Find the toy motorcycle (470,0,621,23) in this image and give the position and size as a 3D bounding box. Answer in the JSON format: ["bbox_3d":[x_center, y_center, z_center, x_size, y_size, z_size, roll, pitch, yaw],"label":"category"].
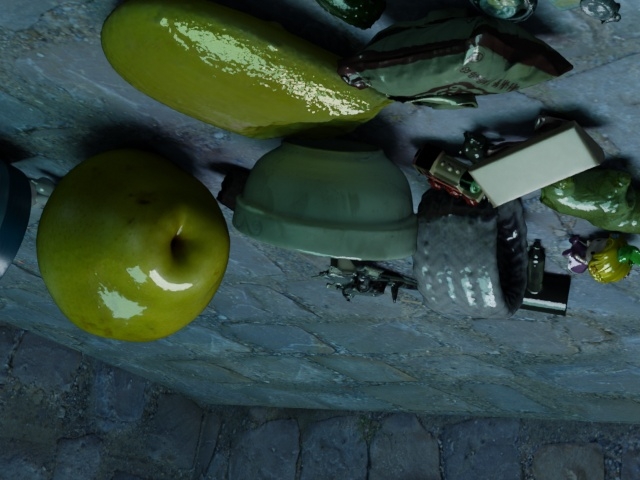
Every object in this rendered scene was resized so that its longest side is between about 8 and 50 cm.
[{"bbox_3d":[0.237,-0.319,1.124,0.198,0.109,0.296,33,159,-33],"label":"toy motorcycle"}]

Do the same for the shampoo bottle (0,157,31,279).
[{"bbox_3d":[-0.798,-0.071,2.071,0.331,0.331,0.343,-5,153,40],"label":"shampoo bottle"}]

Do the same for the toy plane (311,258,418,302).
[{"bbox_3d":[0.117,0.097,2.359,0.262,0.088,0.192,19,158,-20],"label":"toy plane"}]

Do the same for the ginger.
[{"bbox_3d":[0.485,-0.061,1.707,0.290,0.089,0.137,19,141,-8],"label":"ginger"}]

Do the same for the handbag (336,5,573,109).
[{"bbox_3d":[0.167,-0.231,1.362,0.235,0.127,0.213,3,-177,40],"label":"handbag"}]

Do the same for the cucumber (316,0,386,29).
[{"bbox_3d":[0.025,-0.306,1.373,0.107,0.035,0.067,24,159,-26],"label":"cucumber"}]

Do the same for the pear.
[{"bbox_3d":[-0.345,0.011,1.988,0.362,0.362,0.418,24,163,-30],"label":"pear"}]

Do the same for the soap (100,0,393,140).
[{"bbox_3d":[-0.107,-0.230,1.538,0.427,0.115,0.306,19,167,-19],"label":"soap"}]

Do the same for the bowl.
[{"bbox_3d":[0.014,-0.076,1.733,0.307,0.163,0.307,6,-167,-1],"label":"bowl"}]

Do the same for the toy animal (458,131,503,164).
[{"bbox_3d":[0.259,-0.135,1.691,0.065,0.047,0.136,10,168,32],"label":"toy animal"}]

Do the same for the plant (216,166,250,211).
[{"bbox_3d":[-0.120,-0.079,2.019,0.143,0.092,0.094,26,149,-19],"label":"plant"}]

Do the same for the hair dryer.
[{"bbox_3d":[0.404,0.061,2.146,0.195,0.078,0.248,8,151,13],"label":"hair dryer"}]

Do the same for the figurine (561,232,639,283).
[{"bbox_3d":[0.531,0.040,1.942,0.115,0.095,0.156,35,156,-25],"label":"figurine"}]

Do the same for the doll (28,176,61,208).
[{"bbox_3d":[-0.578,-0.095,2.280,0.160,0.059,0.161,14,161,-4],"label":"doll"}]

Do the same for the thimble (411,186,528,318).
[{"bbox_3d":[0.261,0.019,1.864,0.157,0.217,0.245,1,138,25],"label":"thimble"}]

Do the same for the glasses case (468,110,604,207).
[{"bbox_3d":[0.316,-0.135,1.608,0.193,0.070,0.102,-24,116,34],"label":"glasses case"}]

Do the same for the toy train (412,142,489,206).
[{"bbox_3d":[0.216,-0.104,1.731,0.138,0.050,0.087,30,173,34],"label":"toy train"}]
